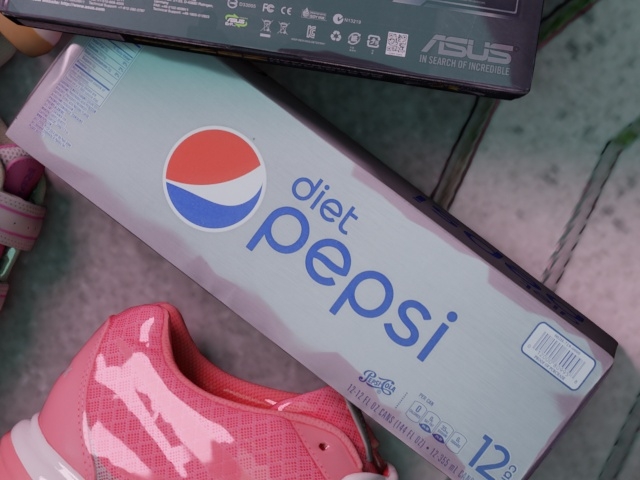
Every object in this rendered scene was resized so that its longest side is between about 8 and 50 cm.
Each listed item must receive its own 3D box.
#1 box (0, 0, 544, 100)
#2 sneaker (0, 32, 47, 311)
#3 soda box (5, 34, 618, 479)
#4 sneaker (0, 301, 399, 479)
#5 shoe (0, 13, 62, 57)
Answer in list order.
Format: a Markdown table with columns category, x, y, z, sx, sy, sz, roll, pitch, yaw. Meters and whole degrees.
| category | x | y | z | sx | sy | sz | roll | pitch | yaw |
| --- | --- | --- | --- | --- | --- | --- | --- | --- | --- |
| box | -0.011 | -0.168 | 0.863 | 0.232 | 0.059 | 0.183 | 8 | 91 | -2 |
| sneaker | -0.187 | -0.005 | 0.959 | 0.111 | 0.103 | 0.252 | -7 | 90 | 10 |
| soda box | 0.000 | 0.000 | 0.932 | 0.286 | 0.098 | 0.091 | 37 | 97 | 7 |
| sneaker | 0.000 | 0.141 | 0.926 | 0.313 | 0.116 | 0.136 | 32 | 94 | 7 |
| shoe | -0.169 | -0.195 | 0.967 | 0.058 | 0.076 | 0.219 | -26 | 85 | 13 |
